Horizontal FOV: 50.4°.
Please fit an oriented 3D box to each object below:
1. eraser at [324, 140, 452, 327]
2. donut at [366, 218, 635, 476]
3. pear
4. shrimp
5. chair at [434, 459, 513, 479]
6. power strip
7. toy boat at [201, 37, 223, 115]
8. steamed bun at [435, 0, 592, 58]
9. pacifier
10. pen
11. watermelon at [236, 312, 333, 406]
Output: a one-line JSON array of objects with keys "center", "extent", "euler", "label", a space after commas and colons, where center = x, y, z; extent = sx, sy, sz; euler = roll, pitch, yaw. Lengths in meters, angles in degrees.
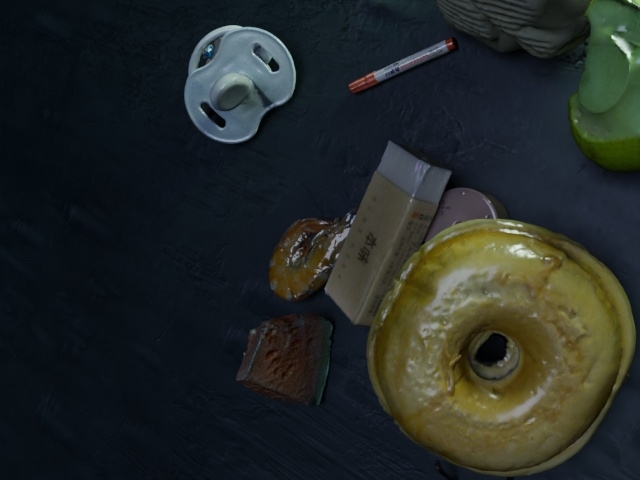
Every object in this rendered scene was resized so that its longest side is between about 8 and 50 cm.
[{"center": [0.125, -0.009, 1.313], "extent": [0.144, 0.078, 0.343], "euler": [45, 118, 52], "label": "eraser"}, {"center": [0.297, 0.183, 1.146], "extent": [0.449, 0.198, 0.449], "euler": [2, 98, 11], "label": "donut"}, {"center": [0.511, -0.249, 1.082], "extent": [0.176, 0.286, 0.282], "euler": [37, 134, 39], "label": "pear"}, {"center": [0.000, 0.000, 1.446], "extent": [0.317, 0.062, 0.164], "euler": [-44, 61, 19], "label": "shrimp"}, {"center": [0.303, 0.517, 1.236], "extent": [0.174, 0.149, 0.213], "euler": [-17, 121, 25], "label": "chair"}, {"center": [0.272, -0.025, 1.280], "extent": [0.154, 0.078, 0.154], "euler": [-1, 88, 33], "label": "power strip"}, {"center": [-0.249, -0.381, 1.602], "extent": [0.084, 0.066, 0.210], "euler": [34, 113, 24], "label": "toy boat"}, {"center": [0.328, -0.496, 1.122], "extent": [0.255, 0.368, 0.342], "euler": [-51, 47, 1], "label": "steamed bun"}, {"center": [-0.197, -0.336, 1.477], "extent": [0.227, 0.207, 0.279], "euler": [43, 111, -12], "label": "pacifier"}, {"center": [0.164, -0.354, 1.384], "extent": [0.239, 0.028, 0.028], "euler": [-19, 79, 27], "label": "pen"}, {"center": [-0.090, 0.236, 1.373], "extent": [0.140, 0.257, 0.193], "euler": [2, 81, 29], "label": "watermelon"}]
